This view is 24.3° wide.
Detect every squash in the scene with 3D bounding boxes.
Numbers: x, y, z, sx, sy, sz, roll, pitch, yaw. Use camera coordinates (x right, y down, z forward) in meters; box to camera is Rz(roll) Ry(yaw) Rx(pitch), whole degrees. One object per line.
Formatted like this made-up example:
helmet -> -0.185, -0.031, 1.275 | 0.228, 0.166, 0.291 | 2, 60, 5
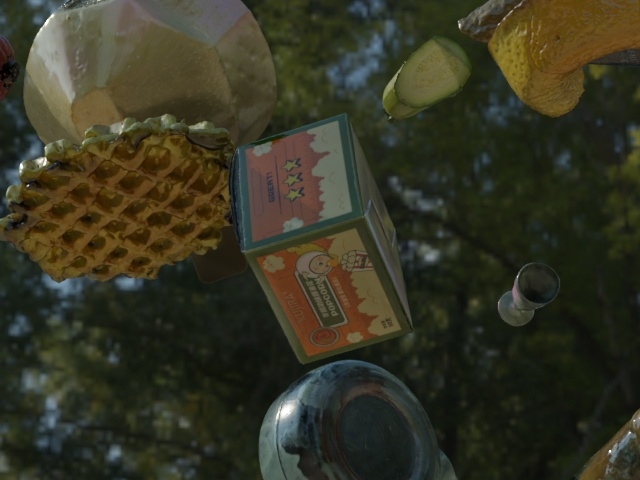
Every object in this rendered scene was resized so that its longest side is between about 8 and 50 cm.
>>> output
squash -> 0.141, -0.226, 2.264 | 0.090, 0.075, 0.200 | 33, -39, -13

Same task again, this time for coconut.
coconut -> -0.245, -0.218, 2.104 | 0.353, 0.352, 0.352 | 1, -24, 1

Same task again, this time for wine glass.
wine glass -> 0.341, 0.094, 2.460 | 0.073, 0.073, 0.155 | 5, -21, -7

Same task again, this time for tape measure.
tape measure -> 0.043, 0.307, 2.056 | 0.147, 0.275, 0.256 | -35, -3, 42

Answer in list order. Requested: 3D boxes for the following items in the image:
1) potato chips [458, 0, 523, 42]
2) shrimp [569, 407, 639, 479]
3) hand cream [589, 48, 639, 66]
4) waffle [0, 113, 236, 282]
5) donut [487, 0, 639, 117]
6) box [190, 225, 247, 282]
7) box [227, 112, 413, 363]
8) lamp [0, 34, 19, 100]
potato chips -> 0.334, -0.368, 1.755 | 0.080, 0.057, 0.407 | 23, -58, -43
shrimp -> 0.406, 0.343, 1.809 | 0.085, 0.272, 0.445 | 12, -38, -31
hand cream -> 0.459, -0.315, 2.364 | 0.270, 0.061, 0.120 | 9, -16, 26
waffle -> -0.227, -0.049, 1.805 | 0.329, 0.062, 0.329 | -13, -34, -9
donut -> 0.285, -0.232, 1.673 | 0.152, 0.101, 0.259 | 3, -25, -42
box -> -0.186, 0.006, 2.586 | 0.091, 0.031, 0.126 | -20, -66, -1
box -> 0.000, 0.000, 1.655 | 0.148, 0.177, 0.195 | -16, -46, 9
lamp -> -0.490, -0.253, 2.178 | 0.092, 0.107, 0.107 | 8, -23, 9
